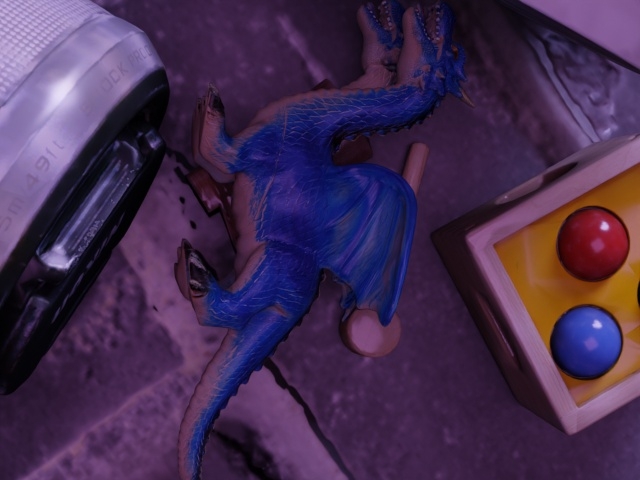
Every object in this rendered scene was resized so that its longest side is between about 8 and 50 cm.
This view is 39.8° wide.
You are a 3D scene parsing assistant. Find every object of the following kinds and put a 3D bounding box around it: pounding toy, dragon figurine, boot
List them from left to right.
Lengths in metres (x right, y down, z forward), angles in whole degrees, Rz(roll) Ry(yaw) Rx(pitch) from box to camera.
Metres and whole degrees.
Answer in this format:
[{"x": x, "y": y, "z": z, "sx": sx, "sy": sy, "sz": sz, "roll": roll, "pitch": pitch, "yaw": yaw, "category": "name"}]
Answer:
[{"x": -0.007, "y": -0.028, "z": 0.530, "sx": 0.114, "sy": 0.037, "sz": 0.106, "roll": -33, "pitch": 97, "yaw": -9, "category": "boot"}, {"x": 0.000, "y": 0.000, "z": 0.470, "sx": 0.144, "sy": 0.085, "sz": 0.289, "roll": 7, "pitch": 86, "yaw": -14, "category": "dragon figurine"}, {"x": 0.110, "y": 0.017, "z": 0.513, "sx": 0.206, "sy": 0.094, "sz": 0.181, "roll": -29, "pitch": 95, "yaw": -5, "category": "pounding toy"}]

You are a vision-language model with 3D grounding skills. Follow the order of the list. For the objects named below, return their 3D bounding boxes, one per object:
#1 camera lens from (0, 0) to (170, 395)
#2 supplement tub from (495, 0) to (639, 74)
[{"x": -0.226, "y": -0.057, "z": 0.409, "sx": 0.274, "sy": 0.219, "sz": 0.219, "roll": 31, "pitch": 88, "yaw": -6, "category": "camera lens"}, {"x": 0.156, "y": -0.270, "z": 0.410, "sx": 0.241, "sy": 0.241, "sz": 0.331, "roll": 26, "pitch": 107, "yaw": -7, "category": "supplement tub"}]
